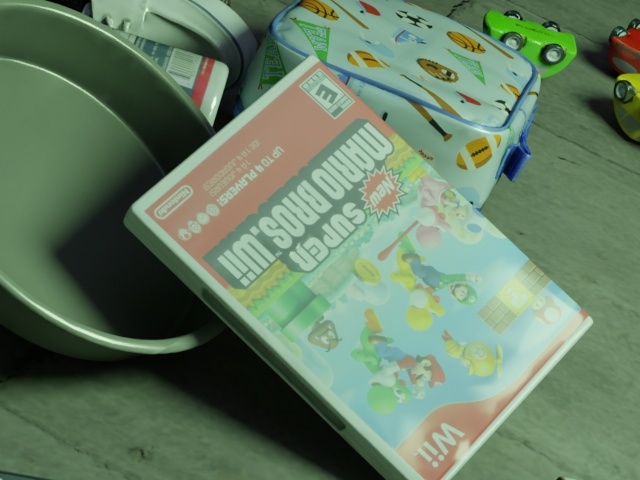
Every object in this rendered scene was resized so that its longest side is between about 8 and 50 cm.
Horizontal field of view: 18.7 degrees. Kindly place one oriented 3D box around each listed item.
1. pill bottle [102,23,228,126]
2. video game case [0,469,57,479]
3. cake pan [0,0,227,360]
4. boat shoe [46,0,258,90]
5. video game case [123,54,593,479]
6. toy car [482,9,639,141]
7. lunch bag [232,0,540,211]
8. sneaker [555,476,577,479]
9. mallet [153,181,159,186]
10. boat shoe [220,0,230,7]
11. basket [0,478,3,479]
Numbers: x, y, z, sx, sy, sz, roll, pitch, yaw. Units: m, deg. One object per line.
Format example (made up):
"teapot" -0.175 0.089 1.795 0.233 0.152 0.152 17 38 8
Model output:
"pill bottle" -0.172 -0.116 1.538 0.180 0.108 0.108 17 30 -4
"video game case" -0.190 0.221 1.067 0.196 0.026 0.274 12 30 -13
"cake pan" -0.175 -0.038 1.358 0.293 0.054 0.293 29 41 -29
"boat shoe" -0.181 -0.181 1.671 0.258 0.095 0.084 19 33 19
"video game case" 0.030 0.022 1.362 0.285 0.025 0.204 44 58 5
"toy car" 0.264 -0.174 1.943 0.225 0.053 0.239 16 30 -6
"lunch bag" 0.069 -0.119 1.658 0.243 0.115 0.303 25 23 5
"sneaker" 0.198 0.203 1.304 0.067 0.042 0.118 10 29 -11
"mallet" -0.204 -0.043 1.476 0.189 0.039 0.062 10 37 -10
"boat shoe" -0.110 -0.226 1.792 0.066 0.066 0.183 16 30 -7
"basket" -0.162 0.305 0.708 0.328 0.266 0.331 32 31 20
